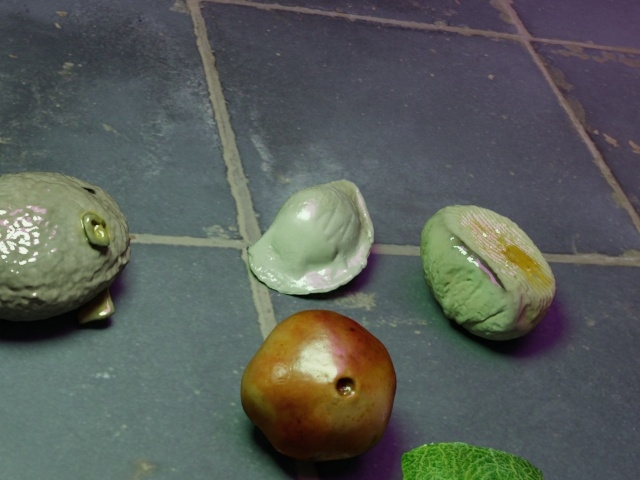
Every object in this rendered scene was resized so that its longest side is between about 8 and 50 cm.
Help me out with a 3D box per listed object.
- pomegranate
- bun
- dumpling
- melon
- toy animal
[{"bbox_3d":[-0.001,0.194,1.565,0.209,0.209,0.209,11,38,-9],"label":"pomegranate"},{"bbox_3d":[0.254,0.056,1.883,0.243,0.153,0.244,29,28,-17],"label":"bun"},{"bbox_3d":[0.003,-0.002,1.880,0.166,0.126,0.216,47,41,9],"label":"dumpling"},{"bbox_3d":[0.195,0.403,1.455,0.196,0.124,0.323,7,37,-2],"label":"melon"},{"bbox_3d":[-0.411,0.009,1.639,0.358,0.188,0.226,-22,47,-39],"label":"toy animal"}]
